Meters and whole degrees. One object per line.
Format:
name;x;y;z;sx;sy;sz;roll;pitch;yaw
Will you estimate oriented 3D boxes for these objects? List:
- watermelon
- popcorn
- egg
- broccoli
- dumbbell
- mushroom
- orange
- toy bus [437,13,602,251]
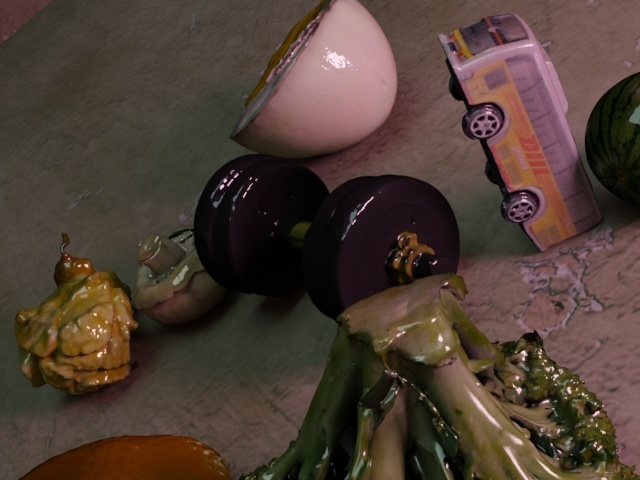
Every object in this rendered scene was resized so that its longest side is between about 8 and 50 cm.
watermelon;0.360;-0.115;1.029;0.187;0.140;0.141;-34;30;-29
popcorn;-0.320;0.107;1.351;0.168;0.173;0.195;-29;29;35
egg;0.001;-0.209;1.429;0.264;0.174;0.286;-57;13;-21
broccoli;0.093;0.177;0.803;0.321;0.283;0.304;-22;23;-9
dumbbell;0.000;0.000;1.169;0.388;0.185;0.185;14;59;49
mushroom;-0.190;0.038;1.344;0.154;0.122;0.154;-30;32;22
orange;-0.234;0.335;1.019;0.335;0.196;0.262;-25;50;6
toy bus;0.209;-0.109;1.034;0.106;0.268;0.092;-24;37;10
